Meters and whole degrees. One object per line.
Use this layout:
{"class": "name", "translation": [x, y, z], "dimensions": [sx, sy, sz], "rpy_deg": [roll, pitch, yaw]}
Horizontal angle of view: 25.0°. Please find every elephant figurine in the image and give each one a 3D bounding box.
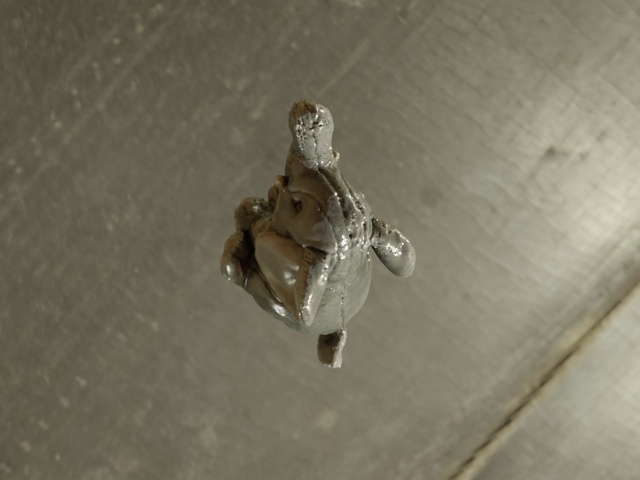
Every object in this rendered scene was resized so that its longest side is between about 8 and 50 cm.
{"class": "elephant figurine", "translation": [0.000, 0.000, 1.338], "dimensions": [0.186, 0.239, 0.169], "rpy_deg": [27, 75, -11]}
